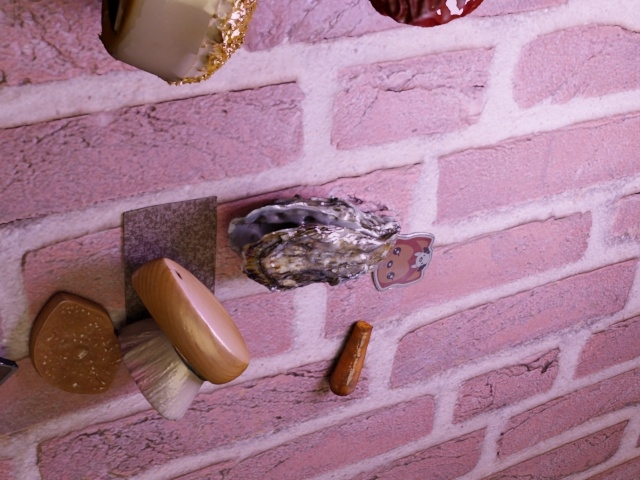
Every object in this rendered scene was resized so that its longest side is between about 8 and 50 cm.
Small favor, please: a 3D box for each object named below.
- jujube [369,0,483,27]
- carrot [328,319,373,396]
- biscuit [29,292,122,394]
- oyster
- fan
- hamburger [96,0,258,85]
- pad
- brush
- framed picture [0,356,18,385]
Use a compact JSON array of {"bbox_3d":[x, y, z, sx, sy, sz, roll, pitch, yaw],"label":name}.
[{"bbox_3d":[0.159,-0.472,1.185,0.216,0.216,0.342,-7,117,-28],"label":"jujube"},{"bbox_3d":[0.063,0.235,1.721,0.055,0.055,0.162,8,109,-36],"label":"carrot"},{"bbox_3d":[-0.396,0.174,1.402,0.142,0.029,0.221,-28,133,-14],"label":"biscuit"},{"bbox_3d":[0.006,-0.002,1.470,0.350,0.158,0.162,-9,168,-36],"label":"oyster"},{"bbox_3d":[0.125,0.045,1.651,0.219,0.009,0.132,-6,124,-29],"label":"fan"},{"bbox_3d":[-0.157,-0.330,1.031,0.179,0.276,0.294,6,123,-22],"label":"hamburger"},{"bbox_3d":[-0.245,0.040,1.419,0.158,0.003,0.235,-12,127,-25],"label":"pad"},{"bbox_3d":[-0.245,0.148,1.389,0.166,0.174,0.267,-31,125,3],"label":"brush"},{"bbox_3d":[-0.599,0.216,1.251,0.192,0.018,0.265,-41,147,13],"label":"framed picture"}]
